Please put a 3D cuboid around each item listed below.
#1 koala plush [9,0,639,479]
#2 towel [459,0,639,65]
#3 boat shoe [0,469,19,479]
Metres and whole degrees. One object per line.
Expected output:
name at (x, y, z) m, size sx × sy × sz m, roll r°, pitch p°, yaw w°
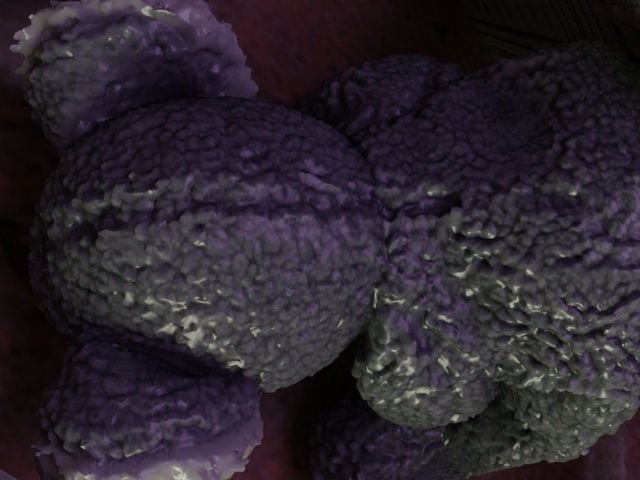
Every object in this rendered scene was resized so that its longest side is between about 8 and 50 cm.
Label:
koala plush at (0.000, 0.000, 0.376) m, size 0.221 × 0.203 × 0.196 m, roll 4°, pitch 78°, yaw -29°
towel at (0.178, -0.020, 0.470) m, size 0.056 × 0.324 × 0.312 m, roll -33°, pitch 109°, yaw 0°
boat shoe at (-0.066, 0.179, 0.335) m, size 0.302 × 0.091 × 0.114 m, roll 55°, pitch 44°, yaw -18°
